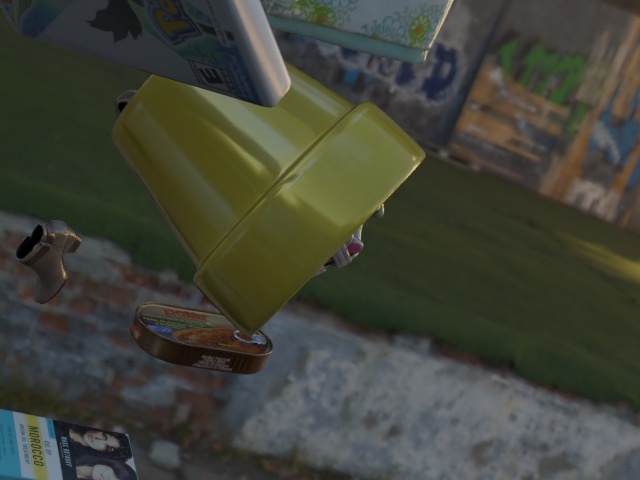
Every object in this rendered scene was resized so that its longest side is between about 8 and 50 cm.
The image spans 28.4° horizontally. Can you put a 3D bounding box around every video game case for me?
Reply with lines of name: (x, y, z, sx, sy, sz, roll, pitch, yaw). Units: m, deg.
video game case: (-0.191, -0.253, 0.952, 0.299, 0.036, 0.329, 19, -29, 31)

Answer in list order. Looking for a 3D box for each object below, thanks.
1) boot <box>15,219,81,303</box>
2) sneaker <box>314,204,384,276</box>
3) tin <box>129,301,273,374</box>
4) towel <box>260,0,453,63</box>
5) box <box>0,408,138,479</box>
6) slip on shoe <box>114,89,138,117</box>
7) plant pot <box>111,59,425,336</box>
boot: (-0.355, 0.026, 1.607, 0.042, 0.118, 0.087, 33, 8, 26)
sneaker: (0.000, 0.000, 1.876, 0.111, 0.252, 0.103, 36, -3, 19)
tin: (-0.150, 0.123, 1.592, 0.189, 0.040, 0.106, 12, 24, -32)
towel: (0.077, -0.446, 1.908, 0.374, 0.321, 0.090, 8, 31, -36)
box: (-0.327, 0.253, 1.429, 0.244, 0.060, 0.101, 18, 32, -34)
slip on shoe: (-0.167, -0.108, 1.360, 0.135, 0.051, 0.041, 47, 9, -6)
plant pot: (-0.067, -0.075, 1.244, 0.239, 0.254, 0.254, 44, 10, -1)
